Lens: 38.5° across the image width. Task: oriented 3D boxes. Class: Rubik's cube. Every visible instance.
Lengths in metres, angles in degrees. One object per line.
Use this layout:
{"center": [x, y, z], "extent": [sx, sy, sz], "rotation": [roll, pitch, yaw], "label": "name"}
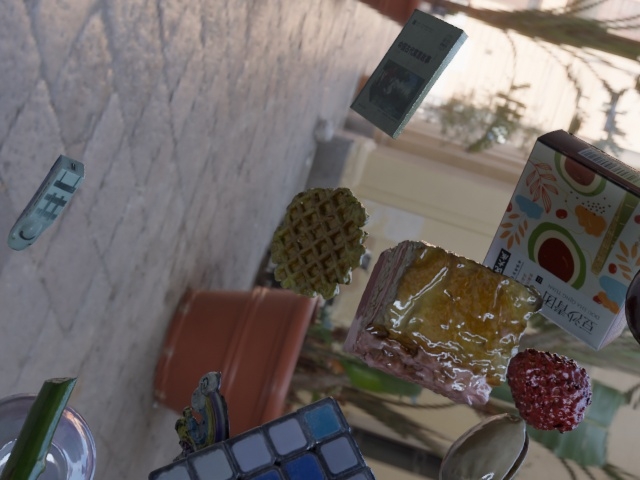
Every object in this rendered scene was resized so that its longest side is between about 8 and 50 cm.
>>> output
{"center": [-0.063, 0.437, 1.310], "extent": [0.293, 0.292, 0.287], "rotation": [-23, 157, -20], "label": "Rubik's cube"}

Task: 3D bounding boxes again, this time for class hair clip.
{"center": [-0.174, 0.291, 1.399], "extent": [0.049, 0.116, 0.172], "rotation": [-2, 129, -41], "label": "hair clip"}

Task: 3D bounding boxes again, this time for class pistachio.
{"center": [0.339, 0.450, 1.897], "extent": [0.223, 0.152, 0.126], "rotation": [-35, 125, -12], "label": "pistachio"}

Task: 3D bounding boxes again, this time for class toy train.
{"center": [-0.512, -0.054, 1.687], "extent": [0.234, 0.052, 0.051], "rotation": [-49, -145, 24], "label": "toy train"}

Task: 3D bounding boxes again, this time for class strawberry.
{"center": [0.538, 0.353, 2.125], "extent": [0.190, 0.236, 0.111], "rotation": [-50, -156, 1], "label": "strawberry"}

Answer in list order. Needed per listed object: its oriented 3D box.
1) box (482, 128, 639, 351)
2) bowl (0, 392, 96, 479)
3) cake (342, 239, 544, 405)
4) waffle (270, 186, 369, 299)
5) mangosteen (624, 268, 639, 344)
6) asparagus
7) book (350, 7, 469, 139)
{"center": [0.595, -0.004, 2.103], "extent": [0.122, 0.344, 0.385], "rotation": [-19, 137, -47], "label": "box"}
{"center": [-0.607, 0.467, 1.898], "extent": [0.144, 0.287, 0.287], "rotation": [0, -109, 72], "label": "bowl"}
{"center": [0.236, 0.171, 1.932], "extent": [0.293, 0.314, 0.307], "rotation": [-64, -168, -11], "label": "cake"}
{"center": [0.000, 0.000, 2.364], "extent": [0.068, 0.325, 0.302], "rotation": [29, 78, -48], "label": "waffle"}
{"center": [0.612, 0.129, 1.501], "extent": [0.257, 0.215, 0.215], "rotation": [-62, 168, -62], "label": "mangosteen"}
{"center": [-0.501, 0.353, 1.595], "extent": [0.060, 0.067, 0.277], "rotation": [103, 2, -62], "label": "asparagus"}
{"center": [0.197, -0.385, 2.103], "extent": [0.282, 0.025, 0.215], "rotation": [-57, -142, 8], "label": "book"}
